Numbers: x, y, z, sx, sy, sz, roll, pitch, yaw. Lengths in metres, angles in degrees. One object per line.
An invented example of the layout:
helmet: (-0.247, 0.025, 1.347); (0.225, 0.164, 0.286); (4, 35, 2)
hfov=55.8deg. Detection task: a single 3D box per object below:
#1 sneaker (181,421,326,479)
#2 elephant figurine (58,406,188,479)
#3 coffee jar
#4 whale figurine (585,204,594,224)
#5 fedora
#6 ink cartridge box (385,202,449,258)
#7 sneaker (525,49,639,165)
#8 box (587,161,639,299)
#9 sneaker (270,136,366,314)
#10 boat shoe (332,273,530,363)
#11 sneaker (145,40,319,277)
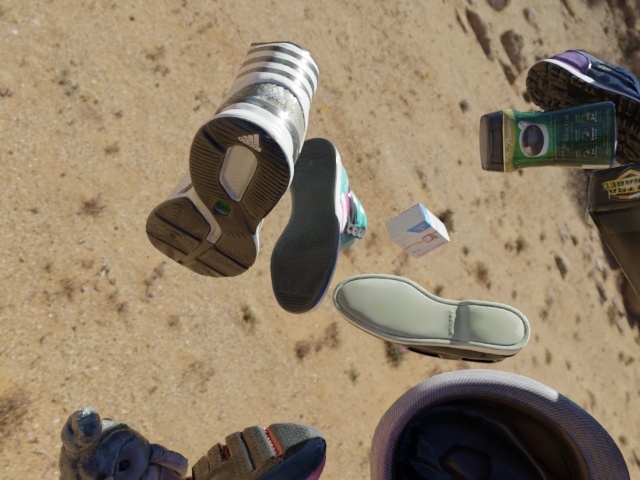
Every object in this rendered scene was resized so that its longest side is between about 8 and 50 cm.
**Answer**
sneaker: (-0.098, 0.299, 0.557); (0.136, 0.314, 0.116); (48, -2, -15)
elephant figurine: (-0.239, 0.281, 0.699); (0.169, 0.239, 0.186); (21, 5, -23)
coffee jar: (0.326, -0.148, 0.879); (0.079, 0.184, 0.096); (-30, 118, -69)
whale figurine: (0.739, -0.102, 1.472); (0.272, 0.141, 0.216); (-5, 111, -21)
fedora: (0.193, 0.275, 0.702); (0.124, 0.276, 0.243); (62, 40, -77)
ink cartridge box: (0.211, -0.018, 1.305); (0.122, 0.088, 0.052); (31, 36, -49)
sneaker: (0.468, -0.214, 0.932); (0.124, 0.107, 0.283); (-30, 61, -23)
box: (0.384, -0.015, 0.549); (0.175, 0.220, 0.051); (42, 53, -37)
sneaker: (0.000, 0.000, 1.003); (0.178, 0.124, 0.295); (53, 41, -59)
boat shoe: (0.188, 0.150, 1.083); (0.113, 0.340, 0.127); (87, 12, -57)
sneaker: (-0.110, -0.118, 0.913); (0.169, 0.447, 0.257); (31, 57, -11)
